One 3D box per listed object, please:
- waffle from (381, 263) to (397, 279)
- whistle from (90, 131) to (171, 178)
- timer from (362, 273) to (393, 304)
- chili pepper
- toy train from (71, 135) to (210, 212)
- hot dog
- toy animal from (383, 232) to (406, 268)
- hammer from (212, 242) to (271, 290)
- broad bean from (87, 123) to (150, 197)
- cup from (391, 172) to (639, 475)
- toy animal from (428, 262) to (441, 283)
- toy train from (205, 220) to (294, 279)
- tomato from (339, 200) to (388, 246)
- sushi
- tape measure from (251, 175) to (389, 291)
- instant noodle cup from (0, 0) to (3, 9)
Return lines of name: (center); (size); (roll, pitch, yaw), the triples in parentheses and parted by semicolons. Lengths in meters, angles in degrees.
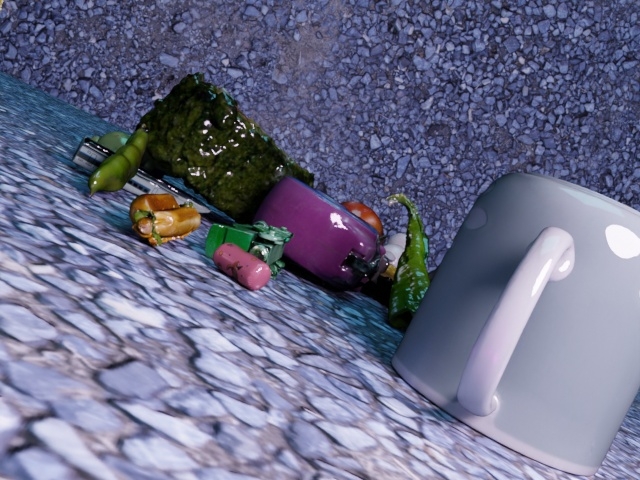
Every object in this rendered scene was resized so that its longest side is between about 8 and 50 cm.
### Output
waffle: (0.170, 0.094, 1.557); (0.168, 0.057, 0.274); (21, 6, -40)
whistle: (-0.360, -0.158, 1.329); (0.105, 0.085, 0.227); (29, 7, 32)
timer: (0.149, 0.106, 1.337); (0.187, 0.055, 0.144); (24, 0, 44)
chili pepper: (0.161, 0.036, 1.210); (0.085, 0.076, 0.359); (2, 35, 3)
toy train: (-0.308, -0.096, 1.168); (0.252, 0.048, 0.055); (30, 6, -26)
hot dog: (-0.203, -0.028, 0.866); (0.072, 0.055, 0.188); (29, 4, 0)
toy animal: (0.187, 0.066, 1.845); (0.104, 0.131, 0.221); (-4, 13, 34)
hammer: (-0.099, 0.033, 0.841); (0.083, 0.043, 0.043); (27, 4, 35)
broad bean: (-0.313, -0.122, 1.057); (0.043, 0.060, 0.297); (6, 23, -3)
cup: (0.236, 0.073, 0.731); (0.259, 0.274, 0.357); (27, 3, 24)
toy animal: (0.242, 0.126, 1.159); (0.082, 0.137, 0.269); (26, 44, -28)
toy train: (-0.098, 0.008, 0.975); (0.104, 0.071, 0.178); (15, 5, 3)
tomato: (0.055, -0.005, 1.435); (0.167, 0.167, 0.167); (26, 4, -2)
sushi: (-0.184, -0.173, 1.317); (0.352, 0.178, 0.294); (38, 7, -48)
tape measure: (0.000, 0.000, 1.186); (0.245, 0.149, 0.231); (34, 3, 14)
instant noodle cup: (-0.287, -0.089, 0.401); (0.144, 0.182, 0.182); (14, 9, -27)
